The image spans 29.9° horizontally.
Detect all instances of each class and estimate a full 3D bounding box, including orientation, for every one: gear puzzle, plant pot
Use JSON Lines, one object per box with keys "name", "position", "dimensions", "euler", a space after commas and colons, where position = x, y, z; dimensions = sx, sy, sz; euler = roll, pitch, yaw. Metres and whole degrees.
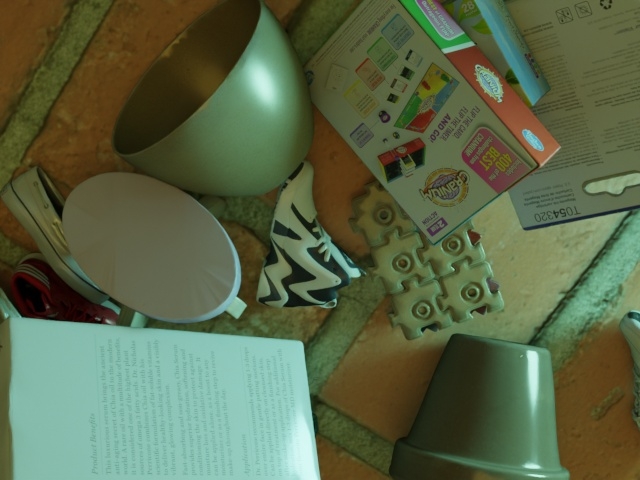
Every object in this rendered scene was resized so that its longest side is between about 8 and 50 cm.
{"name": "gear puzzle", "position": [0.138, -0.026, 1.783], "dimensions": [0.176, 0.044, 0.338], "euler": [-21, 102, 8]}
{"name": "plant pot", "position": [-0.120, -0.170, 1.640], "dimensions": [0.284, 0.284, 0.191], "euler": [-42, 119, 11]}
{"name": "plant pot", "position": [0.247, 0.260, 1.776], "dimensions": [0.263, 0.263, 0.229], "euler": [9, 87, -2]}

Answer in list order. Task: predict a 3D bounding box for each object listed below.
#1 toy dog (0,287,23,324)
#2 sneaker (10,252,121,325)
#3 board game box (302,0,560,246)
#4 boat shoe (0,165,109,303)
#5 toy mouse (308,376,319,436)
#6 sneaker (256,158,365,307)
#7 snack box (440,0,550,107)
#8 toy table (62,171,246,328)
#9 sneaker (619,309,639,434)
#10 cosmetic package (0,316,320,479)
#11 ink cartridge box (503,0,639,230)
{"name": "toy dog", "position": [-0.577, 0.051, 1.740], "dimensions": [0.161, 0.220, 0.333], "euler": [-36, 93, -13]}
{"name": "sneaker", "position": [-0.374, 0.118, 1.780], "dimensions": [0.221, 0.128, 0.087], "euler": [36, 104, -8]}
{"name": "board game box", "position": [0.136, -0.175, 1.626], "dimensions": [0.316, 0.064, 0.242], "euler": [50, 138, 0]}
{"name": "boat shoe", "position": [-0.375, -0.009, 1.768], "dimensions": [0.076, 0.083, 0.226], "euler": [-38, 101, 12]}
{"name": "toy mouse", "position": [-0.060, 0.293, 1.877], "dimensions": [0.161, 0.031, 0.143], "euler": [-17, 105, 6]}
{"name": "sneaker", "position": [0.000, 0.000, 1.762], "dimensions": [0.153, 0.094, 0.234], "euler": [12, 106, -4]}
{"name": "snack box", "position": [0.183, -0.236, 1.647], "dimensions": [0.207, 0.070, 0.174], "euler": [-20, 104, 43]}
{"name": "toy table", "position": [-0.225, 0.026, 1.697], "dimensions": [0.252, 0.161, 0.274], "euler": [-45, 74, -5]}
{"name": "sneaker", "position": [0.521, 0.241, 1.823], "dimensions": [0.118, 0.110, 0.292], "euler": [-28, 103, 17]}
{"name": "cosmetic package", "position": [-0.238, 0.252, 1.649], "dimensions": [0.453, 0.230, 0.161], "euler": [9, 152, -33]}
{"name": "ink cartridge box", "position": [0.370, -0.197, 1.638], "dimensions": [0.324, 0.071, 0.330], "euler": [-12, 110, 37]}
